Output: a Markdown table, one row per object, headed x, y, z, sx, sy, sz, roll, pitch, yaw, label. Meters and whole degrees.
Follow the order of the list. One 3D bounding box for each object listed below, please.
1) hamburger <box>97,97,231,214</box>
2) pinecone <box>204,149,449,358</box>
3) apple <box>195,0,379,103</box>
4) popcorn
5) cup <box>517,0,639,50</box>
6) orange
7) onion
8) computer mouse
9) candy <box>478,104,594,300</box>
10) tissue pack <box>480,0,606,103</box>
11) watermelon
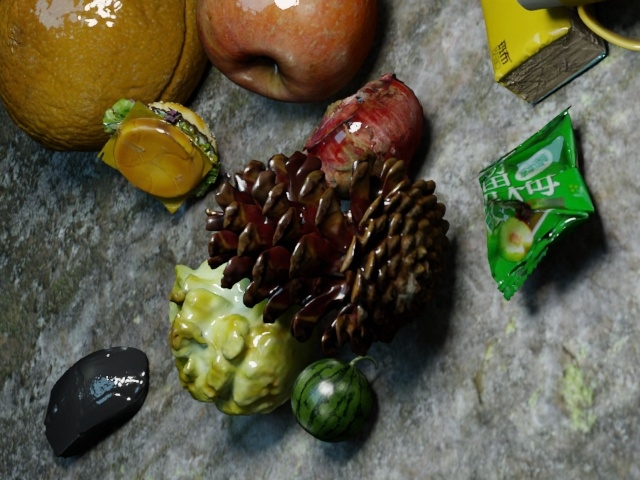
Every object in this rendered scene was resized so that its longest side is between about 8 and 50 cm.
| x | y | z | sx | sy | sz | roll | pitch | yaw | label |
| --- | --- | --- | --- | --- | --- | --- | --- | --- | --- |
| -0.223 | -0.135 | 2.242 | 0.164 | 0.189 | 0.093 | -31 | 23 | 39 | hamburger |
| 0.001 | 0.000 | 1.795 | 0.292 | 0.246 | 0.246 | 19 | 87 | 21 | pinecone |
| -0.036 | -0.308 | 2.055 | 0.253 | 0.253 | 0.253 | -26 | 53 | 41 | apple |
| -0.099 | 0.113 | 1.950 | 0.221 | 0.184 | 0.204 | -108 | 13 | -53 | popcorn |
| 0.312 | -0.311 | 1.650 | 0.226 | 0.185 | 0.241 | -11 | 96 | 26 | cup |
| -0.327 | -0.296 | 2.342 | 0.357 | 0.322 | 0.322 | -59 | 37 | 26 | orange |
| 0.060 | -0.111 | 1.927 | 0.184 | 0.147 | 0.184 | -37 | 10 | 7 | onion |
| -0.333 | 0.227 | 2.268 | 0.217 | 0.073 | 0.122 | -38 | 47 | 35 | computer mouse |
| 0.234 | -0.042 | 1.719 | 0.141 | 0.078 | 0.203 | -28 | 39 | 26 | candy |
| 0.248 | -0.263 | 1.806 | 0.120 | 0.082 | 0.169 | -34 | 49 | 37 | tissue pack |
| 0.014 | 0.183 | 1.849 | 0.109 | 0.109 | 0.109 | -26 | 53 | 41 | watermelon |
